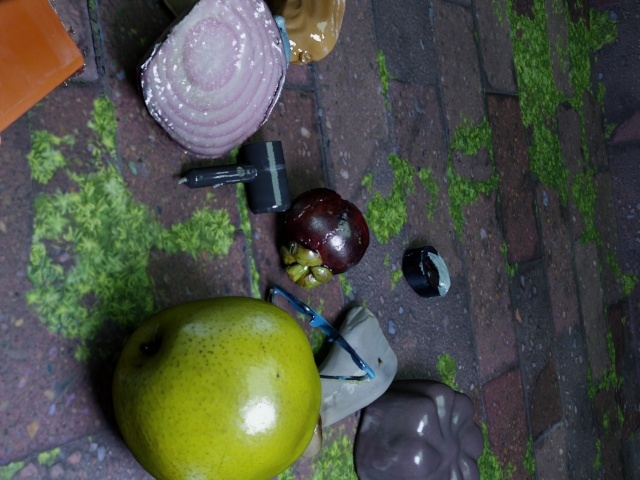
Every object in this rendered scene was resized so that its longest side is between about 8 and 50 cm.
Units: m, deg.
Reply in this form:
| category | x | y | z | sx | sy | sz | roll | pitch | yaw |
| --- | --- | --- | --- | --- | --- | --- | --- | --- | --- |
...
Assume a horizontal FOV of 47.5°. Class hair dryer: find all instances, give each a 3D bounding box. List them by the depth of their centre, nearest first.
| category | x | y | z | sx | sy | sz | roll | pitch | yaw |
| --- | --- | --- | --- | --- | --- | --- | --- | --- | --- |
| hair dryer | -0.145 | -0.100 | 1.214 | 0.219 | 0.071 | 0.125 | -9 | 92 | -44 |

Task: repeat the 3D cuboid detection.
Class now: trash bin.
| category | x | y | z | sx | sy | sz | roll | pitch | yaw |
| --- | --- | --- | --- | --- | --- | --- | --- | --- | --- |
| trash bin | -0.393 | -0.197 | 0.840 | 0.161 | 0.184 | 0.239 | 62 | 38 | -24 |

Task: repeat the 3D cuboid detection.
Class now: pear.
| category | x | y | z | sx | sy | sz | roll | pitch | yaw |
| --- | --- | --- | --- | --- | --- | --- | --- | --- | --- |
| pear | -0.141 | 0.210 | 1.013 | 0.294 | 0.294 | 0.294 | 10 | 77 | -49 |

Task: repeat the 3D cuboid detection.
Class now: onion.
| category | x | y | z | sx | sy | sz | roll | pitch | yaw |
| --- | --- | --- | --- | --- | --- | --- | --- | --- | --- |
| onion | -0.178 | -0.267 | 1.144 | 0.250 | 0.111 | 0.247 | -49 | 142 | -13 |

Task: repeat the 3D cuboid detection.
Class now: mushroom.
| category | x | y | z | sx | sy | sz | roll | pitch | yaw |
| --- | --- | --- | --- | --- | --- | --- | --- | --- | --- |
| mushroom | 0.027 | 0.260 | 1.344 | 0.159 | 0.122 | 0.328 | 45 | 42 | 9 |

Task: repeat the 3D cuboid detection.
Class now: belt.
| category | x | y | z | sx | sy | sz | roll | pitch | yaw |
| --- | --- | --- | --- | --- | --- | --- | --- | --- | --- |
| belt | 0.241 | 0.073 | 1.655 | 0.140 | 0.058 | 0.105 | 50 | 44 | -29 |

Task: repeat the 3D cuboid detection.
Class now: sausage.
| category | x | y | z | sx | sy | sz | roll | pitch | yaw |
| --- | --- | --- | --- | --- | --- | --- | --- | --- | --- |
| sausage | -0.025 | -0.436 | 1.353 | 0.120 | 0.136 | 0.241 | 26 | 70 | -53 |

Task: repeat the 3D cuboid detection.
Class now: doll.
| category | x | y | z | sx | sy | sz | roll | pitch | yaw |
| --- | --- | --- | --- | --- | --- | --- | --- | --- | --- |
| doll | -0.102 | -0.378 | 1.259 | 0.180 | 0.075 | 0.120 | 64 | 4 | 0 |

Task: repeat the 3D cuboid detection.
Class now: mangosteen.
| category | x | y | z | sx | sy | sz | roll | pitch | yaw |
| --- | --- | --- | --- | --- | --- | --- | --- | --- | --- |
| mangosteen | 0.000 | 0.000 | 1.307 | 0.166 | 0.166 | 0.180 | 43 | 74 | -38 |

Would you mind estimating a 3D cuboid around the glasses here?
| category | x | y | z | sx | sy | sz | roll | pitch | yaw |
| --- | --- | --- | --- | --- | --- | --- | --- | --- | --- |
| glasses | -0.034 | 0.189 | 1.220 | 0.239 | 0.102 | 0.207 | 39 | 48 | 14 |

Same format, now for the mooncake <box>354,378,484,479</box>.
| category | x | y | z | sx | sy | sz | roll | pitch | yaw |
| --- | --- | --- | --- | --- | --- | --- | --- | --- | --- |
| mooncake | 0.211 | 0.425 | 1.498 | 0.306 | 0.154 | 0.306 | 14 | 72 | -51 |

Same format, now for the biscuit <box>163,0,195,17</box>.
| category | x | y | z | sx | sy | sz | roll | pitch | yaw |
| --- | --- | --- | --- | --- | --- | --- | --- | --- | --- |
| biscuit | -0.183 | -0.346 | 1.201 | 0.188 | 0.056 | 0.052 | 50 | 31 | -34 |
